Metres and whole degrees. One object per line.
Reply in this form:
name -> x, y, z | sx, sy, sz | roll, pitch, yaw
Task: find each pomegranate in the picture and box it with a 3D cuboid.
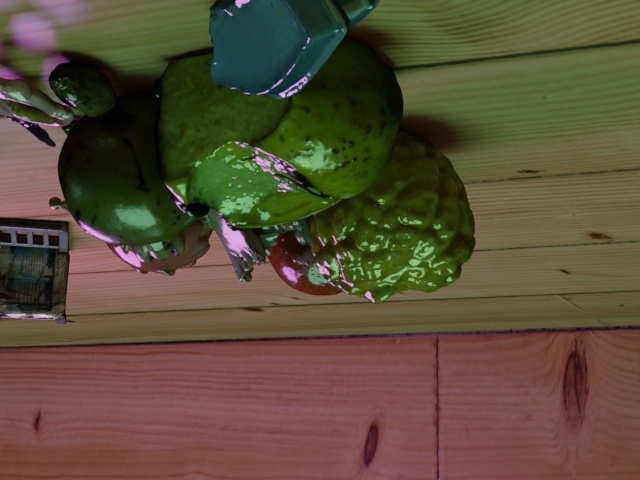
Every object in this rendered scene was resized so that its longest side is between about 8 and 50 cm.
pomegranate -> -0.191, -0.070, 1.537 | 0.179, 0.179, 0.210 | -5, 156, 29

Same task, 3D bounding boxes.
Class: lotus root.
lotus root -> -0.253, -0.163, 1.435 | 0.054, 0.049, 0.099 | 29, -179, 26

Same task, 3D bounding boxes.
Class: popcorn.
popcorn -> 0.077, -0.039, 1.700 | 0.206, 0.251, 0.237 | -22, 132, 0

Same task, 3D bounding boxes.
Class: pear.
pear -> -0.009, -0.107, 1.421 | 0.255, 0.164, 0.238 | -9, 163, 36

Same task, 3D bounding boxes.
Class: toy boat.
toy boat -> -0.029, -0.189, 1.200 | 0.098, 0.109, 0.238 | -31, -177, -25

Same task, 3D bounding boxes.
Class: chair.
chair -> -0.501, 0.061, 2.333 | 0.136, 0.147, 0.270 | 4, 170, -10

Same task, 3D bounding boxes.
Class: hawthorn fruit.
hawthorn fruit -> 0.000, 0.000, 1.933 | 0.173, 0.173, 0.173 | 1, 169, 0

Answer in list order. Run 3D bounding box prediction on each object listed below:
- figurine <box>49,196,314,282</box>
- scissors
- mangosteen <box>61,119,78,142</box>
figurine -> -0.181, -0.037, 1.829 | 0.387, 0.166, 0.207 | -2, 135, 24
scissors -> -0.337, -0.143, 1.507 | 0.160, 0.024, 0.317 | 14, 173, 3
mangosteen -> -0.263, -0.089, 1.662 | 0.137, 0.137, 0.151 | -10, 130, 44
